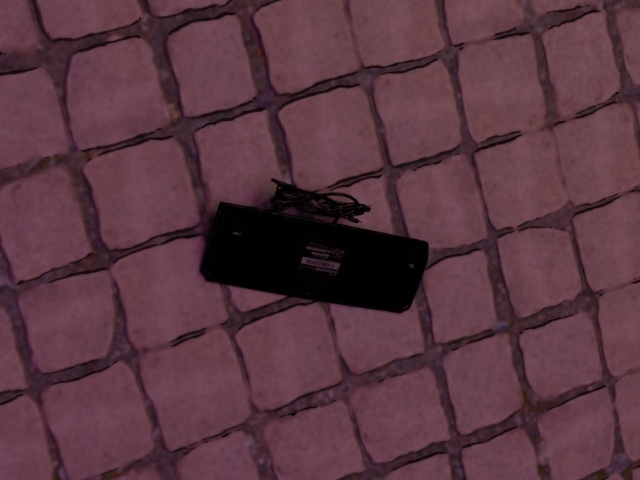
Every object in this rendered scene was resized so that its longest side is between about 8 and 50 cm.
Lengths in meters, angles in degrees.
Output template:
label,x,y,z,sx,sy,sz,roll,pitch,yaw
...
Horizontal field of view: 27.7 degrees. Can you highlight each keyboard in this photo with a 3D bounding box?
label,x,y,z,sx,sy,sz,roll,pitch,yaw
keyboard,0.000,0.000,1.081,0.192,0.038,0.100,11,114,-22
